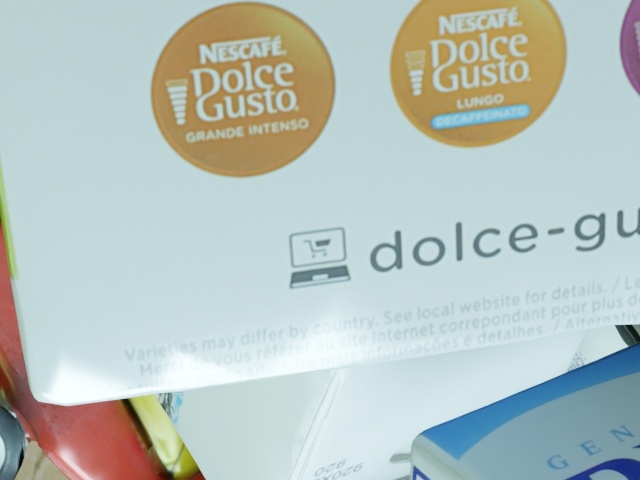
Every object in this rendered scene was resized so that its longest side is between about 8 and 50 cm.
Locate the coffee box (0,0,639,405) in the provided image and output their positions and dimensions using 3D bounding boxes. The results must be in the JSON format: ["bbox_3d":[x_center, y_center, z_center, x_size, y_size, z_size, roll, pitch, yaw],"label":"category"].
[{"bbox_3d":[0.035,-0.186,0.618,0.338,0.338,0.334,-117,21,-64],"label":"coffee box"}]

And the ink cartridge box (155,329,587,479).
[{"bbox_3d":[0.000,0.000,0.897,0.232,0.171,0.168,53,145,29],"label":"ink cartridge box"}]

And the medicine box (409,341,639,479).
[{"bbox_3d":[0.217,0.155,0.672,0.289,0.264,0.149,35,134,46],"label":"medicine box"}]

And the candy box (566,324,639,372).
[{"bbox_3d":[0.126,0.041,0.953,0.233,0.071,0.159,59,147,23],"label":"candy box"}]

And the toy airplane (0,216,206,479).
[{"bbox_3d":[-0.042,0.132,1.145,0.386,0.272,0.384,35,170,28],"label":"toy airplane"}]
